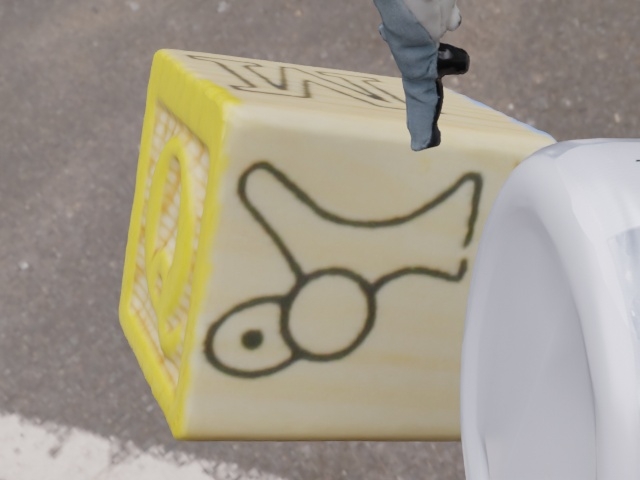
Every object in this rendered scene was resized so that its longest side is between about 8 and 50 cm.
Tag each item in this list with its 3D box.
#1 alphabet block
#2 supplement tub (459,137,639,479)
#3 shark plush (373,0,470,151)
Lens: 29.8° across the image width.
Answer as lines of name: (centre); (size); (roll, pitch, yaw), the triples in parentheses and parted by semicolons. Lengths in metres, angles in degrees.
alphabet block: (0.000, 0.000, 0.722); (0.197, 0.193, 0.193); (5, 14, -21)
supplement tub: (0.222, 0.060, 0.430); (0.315, 0.194, 0.194); (-1, 40, -8)
shark plush: (0.026, -0.117, 0.484); (0.067, 0.161, 0.073); (-2, 41, 32)
